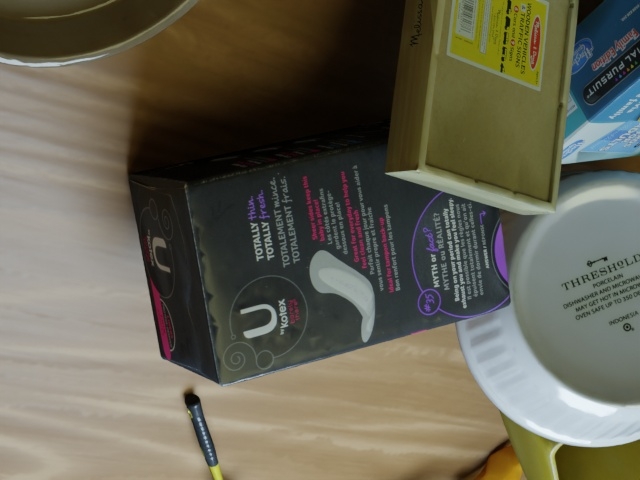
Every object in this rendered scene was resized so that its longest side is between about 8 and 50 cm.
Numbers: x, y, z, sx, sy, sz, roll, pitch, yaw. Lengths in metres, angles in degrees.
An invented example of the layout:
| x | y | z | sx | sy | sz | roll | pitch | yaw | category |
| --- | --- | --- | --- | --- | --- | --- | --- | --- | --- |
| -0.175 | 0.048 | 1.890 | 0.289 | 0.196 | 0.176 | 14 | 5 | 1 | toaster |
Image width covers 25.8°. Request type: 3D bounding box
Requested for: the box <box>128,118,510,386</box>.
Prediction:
| x | y | z | sx | sy | sz | roll | pitch | yaw | category |
| --- | --- | --- | --- | --- | --- | --- | --- | --- | --- |
| 0.000 | 0.000 | 1.152 | 0.270 | 0.143 | 0.165 | -13 | 101 | -25 | box |

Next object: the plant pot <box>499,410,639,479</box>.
| x | y | z | sx | sy | sz | roll | pitch | yaw | category |
| --- | --- | --- | --- | --- | --- | --- | --- | --- | --- |
| 0.294 | 0.168 | 1.512 | 0.212 | 0.187 | 0.212 | -28 | 137 | -10 | plant pot |

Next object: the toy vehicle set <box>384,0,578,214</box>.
| x | y | z | sx | sy | sz | roll | pitch | yaw | category |
| --- | --- | --- | --- | --- | --- | --- | --- | --- | --- |
| 0.136 | -0.165 | 1.107 | 0.166 | 0.035 | 0.266 | 15 | 79 | -41 | toy vehicle set |

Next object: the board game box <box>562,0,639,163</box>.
| x | y | z | sx | sy | sz | roll | pitch | yaw | category |
| --- | --- | --- | --- | --- | --- | --- | --- | --- | --- |
| 0.363 | -0.173 | 1.235 | 0.336 | 0.079 | 0.254 | -8 | 156 | -39 | board game box |

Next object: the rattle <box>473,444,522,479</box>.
| x | y | z | sx | sy | sz | roll | pitch | yaw | category |
| --- | --- | --- | --- | --- | --- | --- | --- | --- | --- |
| 0.130 | 0.285 | 1.594 | 0.200 | 0.130 | 0.142 | 23 | 102 | -16 | rattle |

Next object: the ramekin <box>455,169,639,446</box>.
| x | y | z | sx | sy | sz | roll | pitch | yaw | category |
| --- | --- | --- | --- | --- | --- | --- | --- | --- | --- |
| 0.268 | 0.057 | 1.321 | 0.273 | 0.272 | 0.127 | -30 | 175 | -9 | ramekin |

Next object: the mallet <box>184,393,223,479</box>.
| x | y | z | sx | sy | sz | roll | pitch | yaw | category |
| --- | --- | --- | --- | --- | --- | --- | --- | --- | --- |
| -0.101 | 0.230 | 1.386 | 0.039 | 0.062 | 0.189 | -26 | 136 | -15 | mallet |

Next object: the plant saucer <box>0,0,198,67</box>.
| x | y | z | sx | sy | sz | roll | pitch | yaw | category |
| --- | --- | --- | --- | --- | --- | --- | --- | --- | --- |
| -0.170 | -0.244 | 0.938 | 0.278 | 0.041 | 0.277 | -18 | 135 | -20 | plant saucer |
